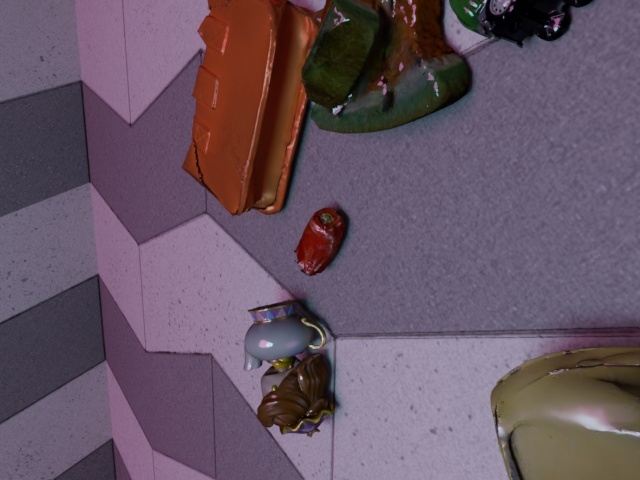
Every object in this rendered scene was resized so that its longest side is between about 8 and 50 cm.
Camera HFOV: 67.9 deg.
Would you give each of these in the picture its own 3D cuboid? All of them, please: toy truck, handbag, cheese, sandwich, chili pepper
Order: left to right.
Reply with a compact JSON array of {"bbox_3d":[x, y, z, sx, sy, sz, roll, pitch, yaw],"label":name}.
[{"bbox_3d":[-0.155,-0.273,0.952,0.303,0.116,0.410,41,126,41],"label":"handbag"},{"bbox_3d":[0.000,0.000,0.856,0.070,0.073,0.123,24,128,-3],"label":"chili pepper"},{"bbox_3d":[0.066,-0.299,0.646,0.250,0.162,0.301,12,109,44],"label":"sandwich"},{"bbox_3d":[0.240,-0.317,0.490,0.242,0.101,0.125,-52,47,44],"label":"toy truck"},{"bbox_3d":[0.334,0.220,0.441,0.316,0.128,0.259,-21,89,36],"label":"cheese"}]

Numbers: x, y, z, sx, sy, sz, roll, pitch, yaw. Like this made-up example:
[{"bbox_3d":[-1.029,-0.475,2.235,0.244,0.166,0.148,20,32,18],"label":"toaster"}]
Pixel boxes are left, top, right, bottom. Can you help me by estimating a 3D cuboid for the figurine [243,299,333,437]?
[{"bbox_3d":[-0.065,0.254,0.928,0.190,0.142,0.263,-14,87,27],"label":"figurine"}]
